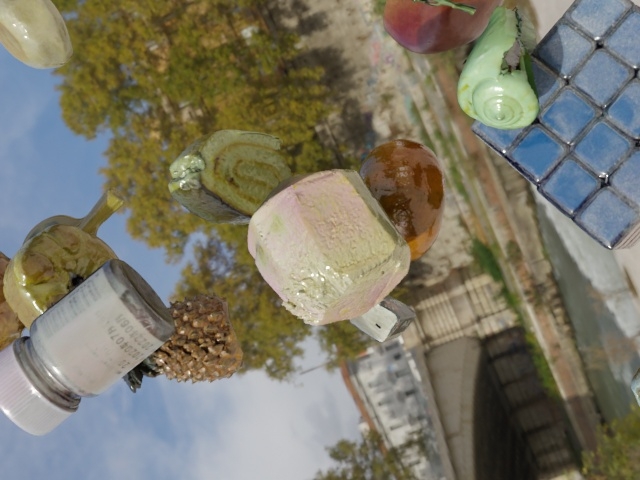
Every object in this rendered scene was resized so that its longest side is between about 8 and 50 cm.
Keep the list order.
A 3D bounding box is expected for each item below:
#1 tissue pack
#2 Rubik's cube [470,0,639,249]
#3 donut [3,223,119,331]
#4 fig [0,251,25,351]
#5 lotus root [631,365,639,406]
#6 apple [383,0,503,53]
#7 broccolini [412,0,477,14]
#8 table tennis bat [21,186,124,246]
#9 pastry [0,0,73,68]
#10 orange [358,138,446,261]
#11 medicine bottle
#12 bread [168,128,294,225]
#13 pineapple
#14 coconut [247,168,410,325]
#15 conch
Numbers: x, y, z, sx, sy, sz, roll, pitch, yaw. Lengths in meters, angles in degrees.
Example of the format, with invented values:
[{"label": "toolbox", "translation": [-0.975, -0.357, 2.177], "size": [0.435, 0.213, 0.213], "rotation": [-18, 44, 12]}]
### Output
[{"label": "tissue pack", "translation": [0.148, 0.180, 1.816], "size": [0.103, 0.090, 0.170], "rotation": [34, -172, 18]}, {"label": "Rubik's cube", "translation": [0.540, -0.212, 1.429], "size": [0.337, 0.344, 0.344], "rotation": [46, -163, 20]}, {"label": "donut", "translation": [-0.458, 0.100, 1.440], "size": [0.261, 0.128, 0.208], "rotation": [59, -143, -11]}, {"label": "fig", "translation": [-0.773, 0.124, 1.739], "size": [0.369, 0.286, 0.286], "rotation": [-110, -5, -76]}, {"label": "lotus root", "translation": [0.788, 0.271, 1.608], "size": [0.140, 0.322, 0.158], "rotation": [21, 122, 63]}, {"label": "apple", "translation": [0.303, -0.616, 1.789], "size": [0.365, 0.295, 0.329], "rotation": [93, -177, -71]}, {"label": "broccolini", "translation": [0.230, -0.454, 1.458], "size": [0.035, 0.140, 0.030], "rotation": [-53, -24, -37]}, {"label": "table tennis bat", "translation": [-0.588, 0.001, 1.857], "size": [0.198, 0.321, 0.050], "rotation": [44, -175, 7]}, {"label": "pastry", "translation": [-0.502, -0.366, 1.342], "size": [0.156, 0.092, 0.156], "rotation": [38, 160, 17]}, {"label": "orange", "translation": [0.148, -0.077, 1.507], "size": [0.240, 0.171, 0.240], "rotation": [-178, 90, -82]}, {"label": "medicine bottle", "translation": [-0.385, 0.170, 1.248], "size": [0.165, 0.273, 0.165], "rotation": [50, 179, 1]}, {"label": "bread", "translation": [-0.179, -0.128, 1.541], "size": [0.257, 0.124, 0.186], "rotation": [9, -102, -38]}, {"label": "pineapple", "translation": [-0.377, 0.260, 1.869], "size": [0.223, 0.357, 0.223], "rotation": [168, 90, -78]}, {"label": "coconut", "translation": [0.000, 0.000, 1.264], "size": [0.245, 0.233, 0.233], "rotation": [53, -176, 22]}, {"label": "conch", "translation": [0.305, -0.297, 1.263], "size": [0.143, 0.137, 0.251], "rotation": [36, -115, -45]}]
